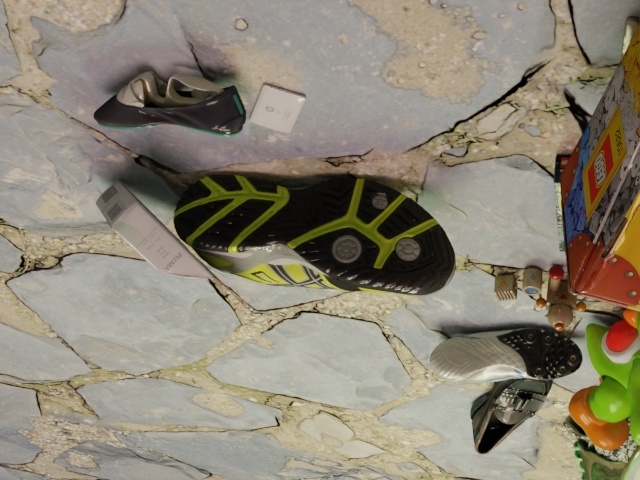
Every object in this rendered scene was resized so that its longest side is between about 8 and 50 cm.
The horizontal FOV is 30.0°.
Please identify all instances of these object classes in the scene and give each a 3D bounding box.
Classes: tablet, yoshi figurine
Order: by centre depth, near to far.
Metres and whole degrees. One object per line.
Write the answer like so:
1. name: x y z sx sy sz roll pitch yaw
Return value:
1. tablet: -0.053 -0.160 1.458 0.054 0.006 0.083 16 149 -8
2. yoshi figurine: 0.512 0.186 1.693 0.203 0.203 0.362 1 150 -14

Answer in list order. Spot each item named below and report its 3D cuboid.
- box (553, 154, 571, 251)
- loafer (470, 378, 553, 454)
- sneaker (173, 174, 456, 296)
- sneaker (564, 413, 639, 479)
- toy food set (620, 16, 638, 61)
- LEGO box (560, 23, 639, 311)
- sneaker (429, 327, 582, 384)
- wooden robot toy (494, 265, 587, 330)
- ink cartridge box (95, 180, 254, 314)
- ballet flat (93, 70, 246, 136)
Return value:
1. box: 0.408 -0.041 1.464 0.233 0.044 0.159 2 149 15
2. loafer: 0.322 0.288 2.017 0.096 0.084 0.267 15 150 -5
3. sneaker: 0.000 0.000 1.607 0.384 0.145 0.147 13 159 19
4. sneaker: 0.503 0.366 2.073 0.182 0.158 0.410 41 149 17
5. toy food set: 0.407 -0.178 1.234 0.192 0.038 0.132 3 149 14
6. LEGO box: 0.533 -0.073 1.122 0.500 0.193 0.372 15 132 -6
7. sneaker: 0.290 0.180 1.865 0.237 0.085 0.086 -4 176 17
8. wooden robot toy: 0.329 0.086 1.674 0.173 0.079 0.076 5 150 10
9. ink cartridge box: -0.203 0.023 1.628 0.225 0.056 0.181 48 175 -20
10. ballet flat: -0.185 -0.170 1.436 0.203 0.074 0.074 7 150 21
